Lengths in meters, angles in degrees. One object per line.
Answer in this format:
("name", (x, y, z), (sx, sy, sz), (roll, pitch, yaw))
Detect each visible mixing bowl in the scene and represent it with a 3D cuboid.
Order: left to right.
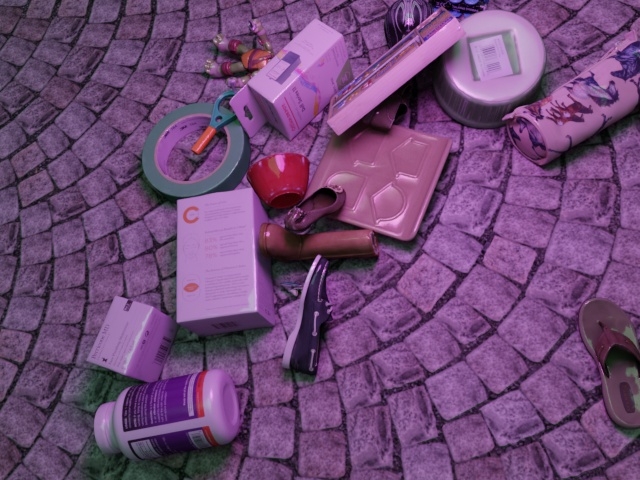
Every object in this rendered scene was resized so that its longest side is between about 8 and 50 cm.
("mixing bowl", (-0.105, -0.152, 1.646), (0.182, 0.181, 0.098), (-18, 68, 4))

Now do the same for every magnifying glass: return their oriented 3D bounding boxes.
("magnifying glass", (-0.305, -0.350, 1.769), (0.092, 0.026, 0.230), (28, 77, 20))

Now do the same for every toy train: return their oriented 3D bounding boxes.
("toy train", (0.424, -0.741, 1.831), (0.184, 0.080, 0.105), (19, 64, 20))

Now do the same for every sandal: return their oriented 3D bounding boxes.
("sandal", (0.681, 0.270, 1.361), (0.120, 0.086, 0.302), (-12, 67, 7))

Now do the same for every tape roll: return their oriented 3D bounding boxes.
("tape roll", (-0.373, -0.260, 1.802), (0.322, 0.077, 0.321), (-4, 67, 10))

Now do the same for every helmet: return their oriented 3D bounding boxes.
("helmet", (0.264, -0.636, 1.770), (0.170, 0.169, 0.161), (-1, 111, 12))

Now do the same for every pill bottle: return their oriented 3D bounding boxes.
("pill bottle", (-0.373, 0.430, 1.466), (0.323, 0.181, 0.181), (-12, 66, 7))

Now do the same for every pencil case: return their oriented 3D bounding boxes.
("pencil case", (0.691, -0.365, 1.572), (0.411, 0.160, 0.183), (-32, 86, -2))

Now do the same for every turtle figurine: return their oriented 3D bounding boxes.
("turtle figurine", (-0.250, -0.568, 1.815), (0.266, 0.197, 0.275), (15, 28, 35))

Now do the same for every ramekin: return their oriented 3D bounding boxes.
("ramekin", (0.463, -0.473, 1.636), (0.304, 0.148, 0.303), (-1, 82, 7))

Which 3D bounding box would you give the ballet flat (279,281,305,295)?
("ballet flat", (-0.054, 0.130, 1.600), (0.115, 0.041, 0.041), (-1, 68, 12))

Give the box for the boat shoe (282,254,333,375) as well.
("boat shoe", (-0.012, 0.188, 1.505), (0.091, 0.114, 0.302), (16, 100, 10))

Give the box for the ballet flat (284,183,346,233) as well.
("ballet flat", (-0.009, -0.094, 1.527), (0.084, 0.058, 0.250), (24, 38, 25))

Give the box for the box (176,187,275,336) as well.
("box", (-0.253, 0.060, 1.598), (0.215, 0.168, 0.345), (-9, 68, 9))

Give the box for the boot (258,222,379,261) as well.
("boot", (0.000, 0.000, 1.536), (0.270, 0.236, 0.089), (-3, 81, 14))

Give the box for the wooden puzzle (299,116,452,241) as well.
("wooden puzzle", (0.155, -0.174, 1.661), (0.348, 0.080, 0.322), (17, 72, 23))

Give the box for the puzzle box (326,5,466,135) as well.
("puzzle box", (0.191, -0.462, 1.615), (0.409, 0.052, 0.272), (-36, 20, 19))

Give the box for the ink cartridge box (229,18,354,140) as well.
("ink cartridge box", (-0.076, -0.438, 1.739), (0.353, 0.207, 0.119), (-46, 66, -7))

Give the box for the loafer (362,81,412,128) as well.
("loafer", (0.204, -0.379, 1.692), (0.087, 0.094, 0.251), (36, 48, 3))

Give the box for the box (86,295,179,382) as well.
("box", (-0.479, 0.262, 1.556), (0.119, 0.182, 0.180), (13, 72, 16))
